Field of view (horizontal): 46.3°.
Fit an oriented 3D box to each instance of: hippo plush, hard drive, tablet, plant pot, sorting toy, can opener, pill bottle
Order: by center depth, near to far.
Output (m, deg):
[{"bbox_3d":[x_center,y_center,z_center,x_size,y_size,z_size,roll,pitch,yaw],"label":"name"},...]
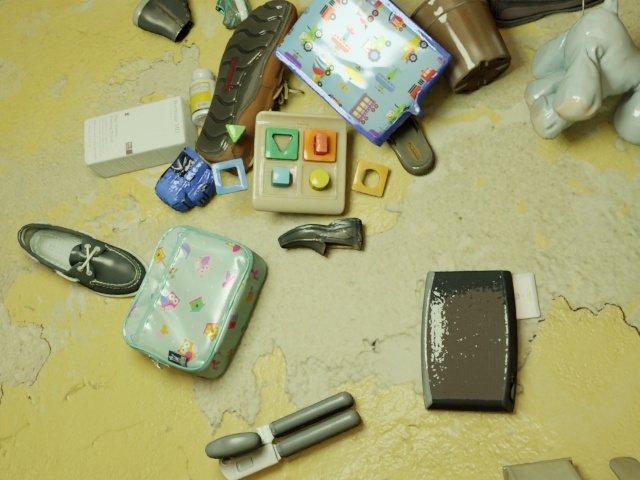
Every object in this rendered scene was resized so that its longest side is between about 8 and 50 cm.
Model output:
[{"bbox_3d":[0.261,0.173,1.329,0.172,0.054,0.254,-1,73,16],"label":"hard drive"},{"bbox_3d":[-0.065,0.353,1.346,0.280,0.093,0.074,-23,67,2],"label":"can opener"},{"bbox_3d":[0.363,0.101,1.352,0.054,0.006,0.083,-8,70,13],"label":"tablet"},{"bbox_3d":[0.531,-0.297,1.359,0.237,0.234,0.294,18,93,-11],"label":"hippo plush"},{"bbox_3d":[-0.037,-0.152,1.450,0.348,0.047,0.196,2,86,-5],"label":"sorting toy"},{"bbox_3d":[0.278,-0.386,1.456,0.167,0.167,0.165,-26,76,6],"label":"plant pot"},{"bbox_3d":[-0.250,-0.310,1.617,0.065,0.065,0.116,-12,70,11],"label":"pill bottle"}]

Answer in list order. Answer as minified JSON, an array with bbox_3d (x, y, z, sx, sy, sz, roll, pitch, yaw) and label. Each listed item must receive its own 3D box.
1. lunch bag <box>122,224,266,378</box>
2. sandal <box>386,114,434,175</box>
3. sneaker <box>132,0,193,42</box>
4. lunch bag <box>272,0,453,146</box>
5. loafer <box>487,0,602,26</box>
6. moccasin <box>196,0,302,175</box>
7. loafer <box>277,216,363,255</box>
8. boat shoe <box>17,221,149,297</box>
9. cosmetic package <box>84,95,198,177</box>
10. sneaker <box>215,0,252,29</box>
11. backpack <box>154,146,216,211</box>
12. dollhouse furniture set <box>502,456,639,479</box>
[{"bbox_3d":[-0.252,0.119,1.456,0.224,0.108,0.279,19,79,20],"label":"lunch bag"},{"bbox_3d":[0.149,-0.224,1.484,0.090,0.060,0.219,-31,68,4],"label":"sandal"},{"bbox_3d":[-0.323,-0.553,1.719,0.118,0.083,0.222,28,74,2],"label":"sneaker"},{"bbox_3d":[0.095,-0.342,1.432,0.293,0.138,0.221,48,110,17],"label":"lunch bag"},{"bbox_3d":[0.474,-0.510,1.469,0.303,0.095,0.109,-19,69,9],"label":"loafer"},{"bbox_3d":[-0.130,-0.320,1.559,0.139,0.147,0.380,8,78,32],"label":"moccasin"},{"bbox_3d":[0.000,0.000,1.454,0.170,0.062,0.061,-11,75,13],"label":"loafer"},{"bbox_3d":[-0.498,0.039,1.557,0.303,0.091,0.114,13,77,19],"label":"boat shoe"},{"bbox_3d":[-0.387,-0.223,1.616,0.231,0.085,0.117,-13,70,12],"label":"cosmetic package"},{"bbox_3d":[-0.207,-0.547,1.685,0.076,0.065,0.166,-22,67,12],"label":"sneaker"},{"bbox_3d":[-0.276,-0.116,1.544,0.101,0.098,0.120,41,86,19],"label":"backpack"},{"bbox_3d":[0.400,0.546,1.180,0.303,0.174,0.355,-9,98,4],"label":"dollhouse furniture set"}]
